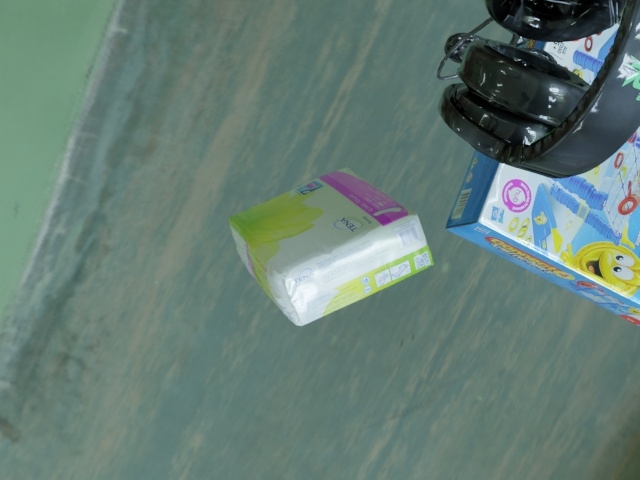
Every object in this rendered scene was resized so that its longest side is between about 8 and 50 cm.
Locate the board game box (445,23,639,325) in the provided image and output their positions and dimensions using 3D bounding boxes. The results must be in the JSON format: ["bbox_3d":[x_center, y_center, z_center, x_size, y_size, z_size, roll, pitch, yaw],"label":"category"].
[{"bbox_3d":[0.347,-0.091,1.152,0.302,0.086,0.308,25,79,-15],"label":"board game box"}]

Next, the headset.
[{"bbox_3d":[0.217,-0.176,0.844,0.185,0.394,0.243,15,94,-17],"label":"headset"}]

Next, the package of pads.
[{"bbox_3d":[0.000,0.000,1.420,0.229,0.296,0.101,-25,114,-12],"label":"package of pads"}]
